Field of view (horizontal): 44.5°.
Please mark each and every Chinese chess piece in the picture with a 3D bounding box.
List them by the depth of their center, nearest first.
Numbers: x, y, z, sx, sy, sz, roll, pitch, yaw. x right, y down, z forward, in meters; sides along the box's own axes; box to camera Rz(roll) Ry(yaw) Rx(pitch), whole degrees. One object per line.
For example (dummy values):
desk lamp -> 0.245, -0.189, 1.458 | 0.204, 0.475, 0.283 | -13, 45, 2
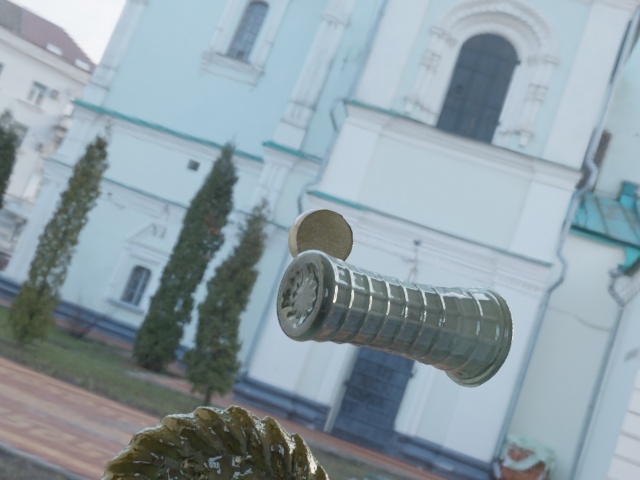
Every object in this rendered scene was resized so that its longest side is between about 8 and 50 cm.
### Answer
Chinese chess piece -> 0.000, 0.000, 1.449 | 0.122, 0.122, 0.051 | 23, -12, -19

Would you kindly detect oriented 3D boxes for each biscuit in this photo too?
biscuit -> -0.096, 0.262, 0.789 | 0.274, 0.187, 0.036 | 14, -11, -5

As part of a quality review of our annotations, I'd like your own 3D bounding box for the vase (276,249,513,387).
vase -> 0.094, 0.098, 1.011 | 0.299, 0.143, 0.143 | 16, -6, -32
